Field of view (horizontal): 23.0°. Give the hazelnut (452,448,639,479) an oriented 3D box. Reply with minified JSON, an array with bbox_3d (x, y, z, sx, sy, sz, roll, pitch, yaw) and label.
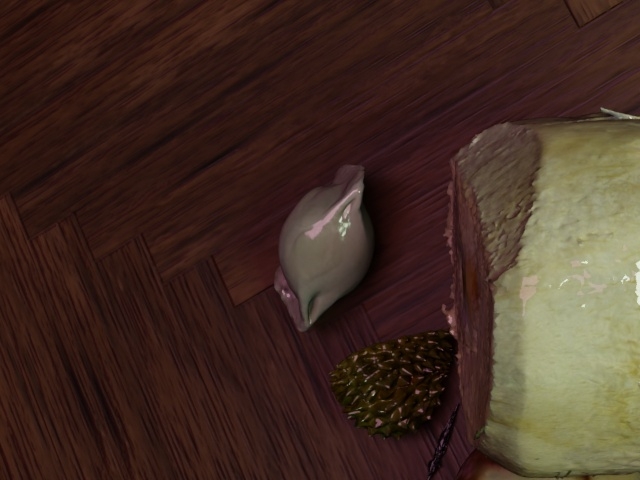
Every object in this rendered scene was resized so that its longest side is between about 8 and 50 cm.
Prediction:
[{"bbox_3d":[0.255,0.336,1.824,0.241,0.261,0.261,-22,71,53],"label":"hazelnut"}]

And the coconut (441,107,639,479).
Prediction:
[{"bbox_3d":[0.325,0.053,1.672,0.404,0.404,0.405,-4,81,24],"label":"coconut"}]

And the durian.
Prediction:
[{"bbox_3d":[0.092,0.187,1.954,0.186,0.119,0.108,-27,68,17],"label":"durian"}]

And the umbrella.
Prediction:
[{"bbox_3d":[0.151,0.261,1.975,0.022,0.013,0.122,30,96,46],"label":"umbrella"}]

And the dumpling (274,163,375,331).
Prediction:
[{"bbox_3d":[0.000,0.000,2.032,0.229,0.124,0.151,-64,27,12],"label":"dumpling"}]
